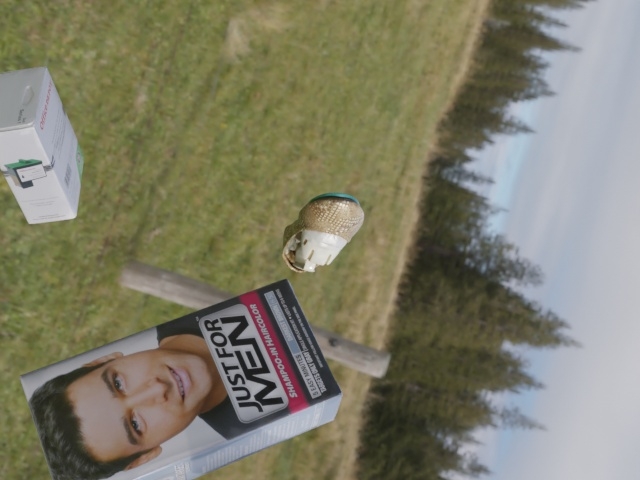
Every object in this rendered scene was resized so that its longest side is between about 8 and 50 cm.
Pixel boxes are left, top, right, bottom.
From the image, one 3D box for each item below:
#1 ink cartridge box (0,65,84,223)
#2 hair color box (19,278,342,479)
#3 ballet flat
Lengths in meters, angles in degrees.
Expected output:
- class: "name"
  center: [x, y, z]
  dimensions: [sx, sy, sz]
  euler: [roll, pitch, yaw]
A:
- class: "ink cartridge box"
  center: [-0.484, -0.162, 1.601]
  dimensions: [0.219, 0.093, 0.160]
  euler: [79, 4, -47]
- class: "hair color box"
  center: [-0.181, 0.210, 1.245]
  dimensions: [0.113, 0.375, 0.185]
  euler: [100, -33, -61]
- class: "ballet flat"
  center: [0.000, 0.000, 1.059]
  dimensions: [0.206, 0.073, 0.067]
  euler: [133, -30, -75]
